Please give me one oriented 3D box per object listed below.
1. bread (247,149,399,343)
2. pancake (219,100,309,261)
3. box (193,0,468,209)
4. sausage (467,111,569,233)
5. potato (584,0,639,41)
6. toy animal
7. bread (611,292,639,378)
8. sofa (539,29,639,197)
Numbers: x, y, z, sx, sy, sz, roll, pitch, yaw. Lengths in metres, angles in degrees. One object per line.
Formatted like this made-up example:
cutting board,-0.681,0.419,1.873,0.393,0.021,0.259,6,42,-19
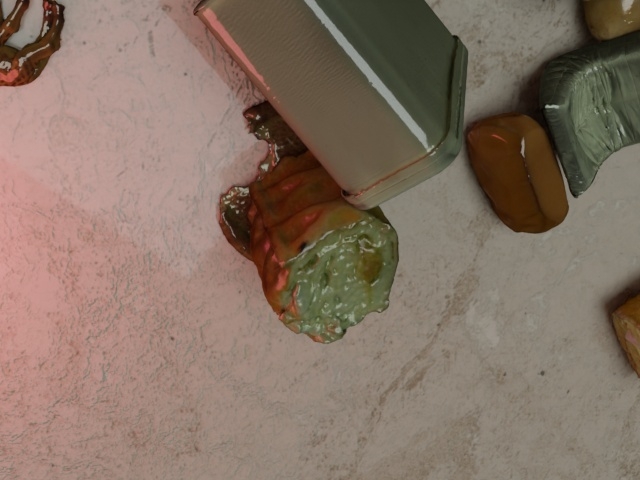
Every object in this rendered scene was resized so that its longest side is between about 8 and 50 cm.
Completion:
bread,-0.005,0.004,1.137,0.195,0.252,0.239,-2,113,-20
pancake,-0.047,-0.096,1.236,0.288,0.033,0.286,-34,115,-4
box,0.033,-0.279,1.026,0.177,0.352,0.344,-30,116,32
sausage,0.348,-0.113,1.299,0.120,0.136,0.241,-40,113,-26
potato,0.515,-0.427,1.257,0.118,0.109,0.178,11,109,7
toy animal,-0.482,-0.261,1.036,0.275,0.054,0.149,-39,112,-1
bread,0.786,0.135,1.499,0.375,0.165,0.237,-33,112,-3
sofa,0.500,-0.219,1.242,0.225,0.176,0.210,-11,126,27
